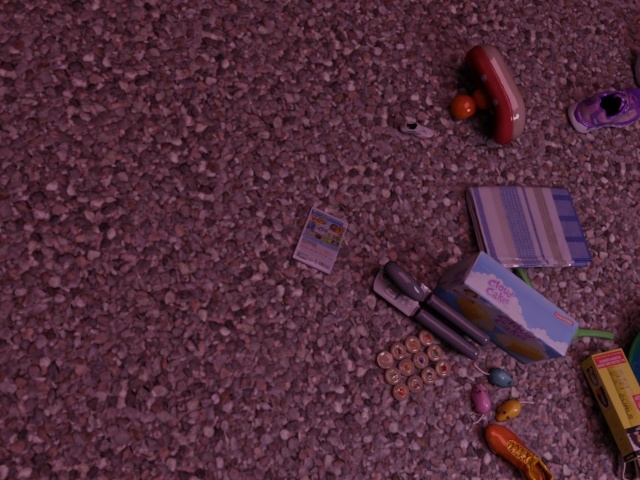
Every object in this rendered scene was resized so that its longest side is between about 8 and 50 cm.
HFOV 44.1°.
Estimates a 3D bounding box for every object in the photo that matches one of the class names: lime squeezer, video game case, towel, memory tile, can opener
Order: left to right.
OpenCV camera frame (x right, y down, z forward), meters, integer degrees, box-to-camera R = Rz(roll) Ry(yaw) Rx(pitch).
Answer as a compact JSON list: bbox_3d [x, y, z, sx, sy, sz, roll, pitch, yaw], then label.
[{"bbox_3d":[0.000,0.000,1.644,0.087,0.011,0.122,25,69,-11],"label":"video game case"},{"bbox_3d":[0.194,0.257,1.642,0.148,0.012,0.113,-24,84,-23],"label":"memory tile"},{"bbox_3d":[0.229,0.148,1.638,0.280,0.093,0.074,37,91,-8],"label":"can opener"},{"bbox_3d":[0.472,-0.030,1.796,0.285,0.034,0.209,-1,65,-21],"label":"towel"},{"bbox_3d":[0.532,0.156,1.764,0.310,0.059,0.110,38,67,-5],"label":"lime squeezer"}]

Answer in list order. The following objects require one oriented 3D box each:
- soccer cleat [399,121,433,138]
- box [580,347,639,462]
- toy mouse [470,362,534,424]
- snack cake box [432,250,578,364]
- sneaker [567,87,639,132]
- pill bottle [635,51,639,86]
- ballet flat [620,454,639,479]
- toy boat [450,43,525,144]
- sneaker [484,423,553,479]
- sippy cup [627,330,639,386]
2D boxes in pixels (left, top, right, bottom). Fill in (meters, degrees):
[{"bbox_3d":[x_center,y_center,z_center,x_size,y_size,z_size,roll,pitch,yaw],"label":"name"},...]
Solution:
[{"bbox_3d":[0.219,-0.249,1.775,0.083,0.035,0.029,12,72,-16],"label":"soccer cleat"},{"bbox_3d":[0.660,0.357,1.719,0.087,0.058,0.232,-9,62,-15],"label":"box"},{"bbox_3d":[0.369,0.320,1.675,0.161,0.031,0.143,-27,86,-23],"label":"toy mouse"},{"bbox_3d":[0.385,0.146,1.663,0.264,0.152,0.089,36,67,-7],"label":"snack cake box"},{"bbox_3d":[0.729,-0.331,1.940,0.237,0.104,0.095,-16,80,-24],"label":"sneaker"},{"bbox_3d":[0.958,-0.446,2.027,0.264,0.146,0.146,-4,77,-20],"label":"pill bottle"},{"bbox_3d":[0.699,0.525,1.721,0.079,0.077,0.221,-10,73,-2],"label":"ballet flat"},{"bbox_3d":[0.371,-0.322,1.810,0.151,0.151,0.231,-25,84,7],"label":"toy boat"},{"bbox_3d":[0.416,0.442,1.640,0.175,0.067,0.064,41,68,-3],"label":"sneaker"},{"bbox_3d":[0.846,0.294,1.749,0.224,0.240,0.305,18,75,-32],"label":"sippy cup"}]
